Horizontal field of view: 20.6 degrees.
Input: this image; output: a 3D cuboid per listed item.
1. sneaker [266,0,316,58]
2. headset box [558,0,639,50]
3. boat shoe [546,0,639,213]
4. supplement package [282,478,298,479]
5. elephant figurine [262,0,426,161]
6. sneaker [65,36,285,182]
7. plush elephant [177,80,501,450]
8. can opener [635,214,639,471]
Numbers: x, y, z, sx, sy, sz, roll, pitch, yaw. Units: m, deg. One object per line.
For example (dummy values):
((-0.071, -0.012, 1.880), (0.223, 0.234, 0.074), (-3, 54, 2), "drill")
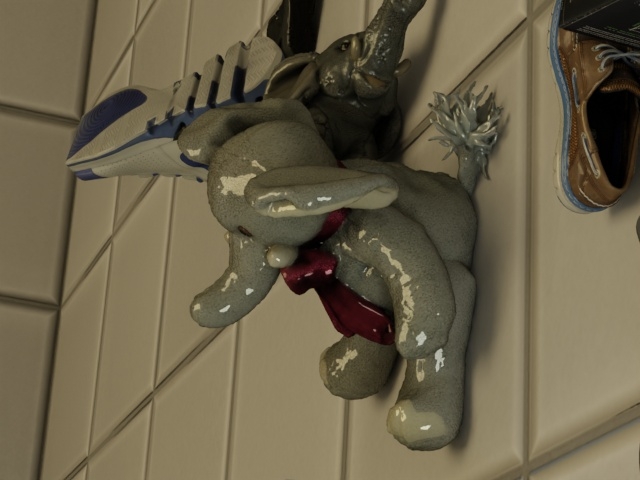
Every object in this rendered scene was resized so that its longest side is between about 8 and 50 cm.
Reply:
((-0.036, -0.273, 2.146), (0.089, 0.051, 0.170), (177, 100, -67), "sneaker")
((0.276, -0.258, 1.055), (0.283, 0.131, 0.246), (159, 121, -69), "headset box")
((0.211, -0.113, 1.290), (0.066, 0.066, 0.183), (165, 105, -65), "boat shoe")
((0.013, 0.331, 1.389), (0.262, 0.199, 0.198), (131, 146, -57), "supplement package")
((0.023, -0.132, 1.772), (0.169, 0.186, 0.239), (50, -130, -55), "elephant figurine")
((-0.138, -0.106, 2.094), (0.315, 0.182, 0.127), (-17, 38, 29), "sneaker")
((0.000, 0.000, 1.536), (0.272, 0.255, 0.330), (-135, 58, -69), "plush elephant")
((0.235, 0.063, 1.071), (0.280, 0.093, 0.074), (-91, 20, -46), "can opener")
